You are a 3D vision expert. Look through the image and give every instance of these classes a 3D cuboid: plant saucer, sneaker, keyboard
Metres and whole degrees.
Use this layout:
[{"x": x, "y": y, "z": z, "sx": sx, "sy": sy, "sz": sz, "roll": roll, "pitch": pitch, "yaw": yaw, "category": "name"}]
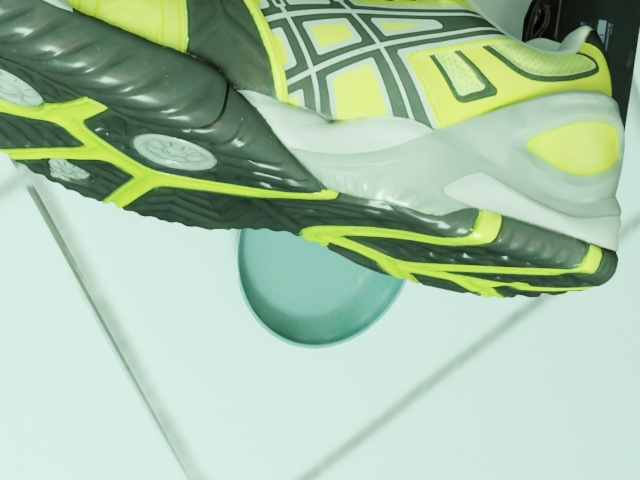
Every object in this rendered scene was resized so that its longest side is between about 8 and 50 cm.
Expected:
[{"x": 0.000, "y": 0.000, "z": 0.828, "sx": 0.119, "sy": 0.021, "sz": 0.119, "roll": -9, "pitch": 106, "yaw": -31, "category": "plant saucer"}, {"x": -0.017, "y": -0.082, "z": 0.735, "sx": 0.385, "sy": 0.145, "sz": 0.147, "roll": 18, "pitch": 72, "yaw": -28, "category": "sneaker"}, {"x": 0.150, "y": -0.114, "z": 0.899, "sx": 0.108, "sy": 0.023, "sz": 0.180, "roll": -1, "pitch": 101, "yaw": -39, "category": "keyboard"}]
